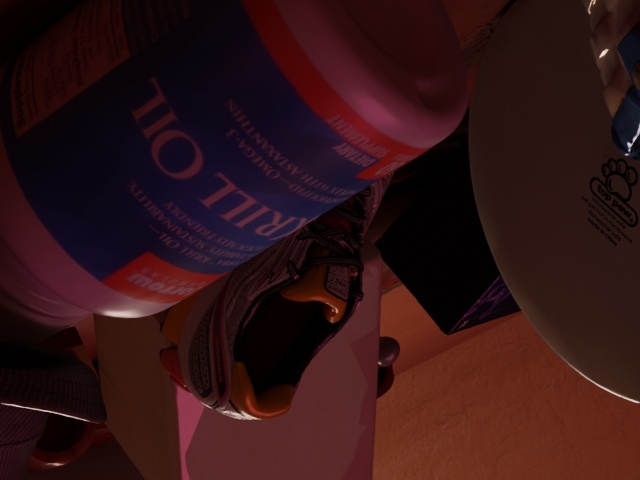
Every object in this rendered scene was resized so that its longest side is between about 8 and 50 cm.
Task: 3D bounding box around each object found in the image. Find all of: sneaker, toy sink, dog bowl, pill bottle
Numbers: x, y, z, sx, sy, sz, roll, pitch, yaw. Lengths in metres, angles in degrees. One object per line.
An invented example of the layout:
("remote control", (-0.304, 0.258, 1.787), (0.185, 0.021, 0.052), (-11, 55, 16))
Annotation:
("sneaker", (0.000, 0.000, 0.804), (0.088, 0.092, 0.225), (23, 94, -37))
("toy sink", (-0.058, 0.091, 0.974), (0.152, 0.131, 0.234), (-21, 132, -25))
("dog bowl", (0.207, -0.040, 0.855), (0.104, 0.265, 0.265), (-18, 167, -30))
("pill bottle", (-0.062, -0.043, 0.587), (0.221, 0.124, 0.124), (-32, 168, 29))

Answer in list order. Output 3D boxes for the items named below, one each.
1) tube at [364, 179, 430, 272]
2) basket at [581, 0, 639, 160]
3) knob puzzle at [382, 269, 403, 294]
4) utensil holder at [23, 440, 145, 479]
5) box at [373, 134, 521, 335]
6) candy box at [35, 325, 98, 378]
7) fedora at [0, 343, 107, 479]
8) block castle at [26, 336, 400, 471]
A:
("tube", (0.095, -0.023, 1.250), (0.240, 0.062, 0.070), (-24, -155, -37))
("basket", (0.241, -0.090, 0.616), (0.254, 0.289, 0.201), (-22, 169, -16))
("knob puzzle", (0.033, 0.043, 1.494), (0.213, 0.030, 0.213), (-24, 169, -5))
("utensil holder", (-0.250, 0.361, 1.588), (0.385, 0.328, 0.327), (-22, 169, -33))
("box", (0.191, -0.036, 1.177), (0.261, 0.103, 0.184), (-12, 149, -53))
("candy box", (-0.277, 0.136, 1.153), (0.186, 0.053, 0.109), (-35, 166, 35))
("fedora", (-0.219, 0.092, 0.597), (0.243, 0.124, 0.275), (9, 177, 16))
("block castle", (-0.087, 0.245, 1.371), (0.453, 0.303, 0.213), (-6, 160, -41))
